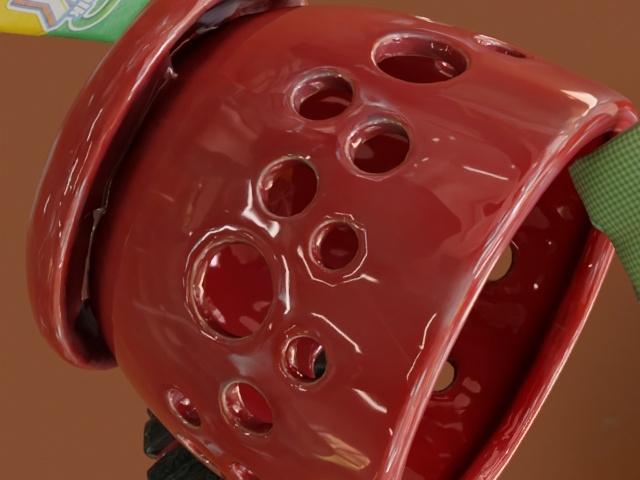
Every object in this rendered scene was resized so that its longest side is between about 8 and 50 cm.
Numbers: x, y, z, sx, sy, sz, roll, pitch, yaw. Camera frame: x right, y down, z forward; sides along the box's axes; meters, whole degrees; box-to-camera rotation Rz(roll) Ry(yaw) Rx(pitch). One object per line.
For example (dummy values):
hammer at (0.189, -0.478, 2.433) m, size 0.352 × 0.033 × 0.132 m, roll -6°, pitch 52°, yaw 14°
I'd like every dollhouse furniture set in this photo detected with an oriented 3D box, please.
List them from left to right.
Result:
dollhouse furniture set at (0.146, -0.025, 0.630) m, size 0.151 × 0.058 × 0.076 m, roll -35°, pitch 83°, yaw 27°

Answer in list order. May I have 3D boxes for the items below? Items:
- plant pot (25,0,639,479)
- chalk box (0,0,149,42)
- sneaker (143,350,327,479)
plant pot at (0.000, 0.000, 0.720) m, size 0.174 × 0.191 × 0.191 m, roll 28°, pitch 94°, yaw 17°
chalk box at (-0.084, -0.141, 0.487) m, size 0.132 × 0.213 × 0.132 m, roll -49°, pitch 68°, yaw 25°
sneaker at (0.022, 0.148, 0.828) m, size 0.116 × 0.314 × 0.136 m, roll -30°, pitch 140°, yaw -1°
